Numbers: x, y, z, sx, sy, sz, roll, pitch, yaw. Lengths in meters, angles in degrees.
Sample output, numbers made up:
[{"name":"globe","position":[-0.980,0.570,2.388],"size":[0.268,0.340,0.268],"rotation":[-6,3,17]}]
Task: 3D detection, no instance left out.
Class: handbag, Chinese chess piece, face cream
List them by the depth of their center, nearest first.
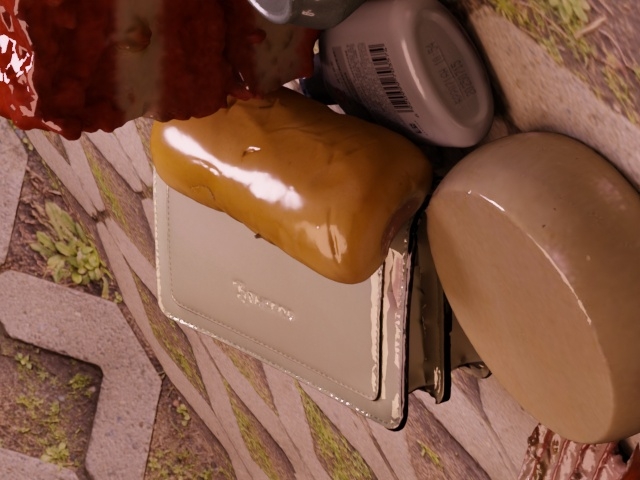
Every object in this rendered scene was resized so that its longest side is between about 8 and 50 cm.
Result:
[{"name":"Chinese chess piece","position":[0.197,0.039,1.433],"size":[0.273,0.102,0.273],"rotation":[50,159,27]},{"name":"face cream","position":[0.056,-0.148,1.566],"size":[0.144,0.071,0.291],"rotation":[62,163,-12]},{"name":"handbag","position":[0.000,0.000,1.701],"size":[0.358,0.160,0.237],"rotation":[23,128,40]}]

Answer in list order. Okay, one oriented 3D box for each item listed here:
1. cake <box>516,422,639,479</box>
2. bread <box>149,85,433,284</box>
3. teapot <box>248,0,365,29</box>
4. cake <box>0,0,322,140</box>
[{"name":"cake","position":[0.251,0.251,1.693],"size":[0.098,0.135,0.287],"rotation":[52,143,36]},{"name":"bread","position":[-0.039,-0.071,1.567],"size":[0.305,0.142,0.091],"rotation":[27,167,41]},{"name":"teapot","position":[0.035,-0.252,1.188],"size":[0.171,0.225,0.203],"rotation":[61,164,0]},{"name":"cake","position":[-0.175,-0.267,1.528],"size":[0.270,0.319,0.269],"rotation":[32,127,47]}]
